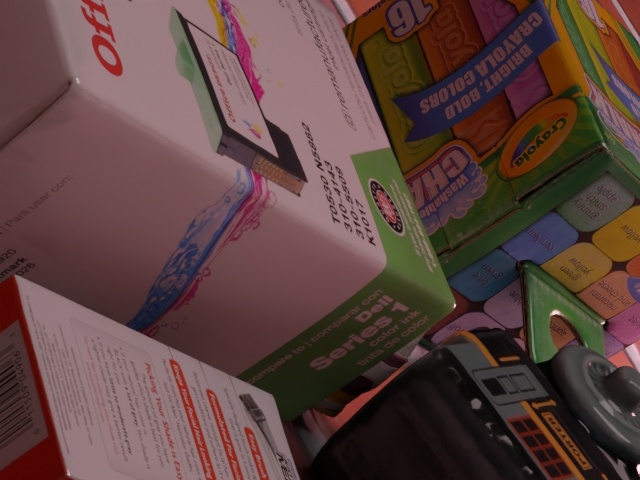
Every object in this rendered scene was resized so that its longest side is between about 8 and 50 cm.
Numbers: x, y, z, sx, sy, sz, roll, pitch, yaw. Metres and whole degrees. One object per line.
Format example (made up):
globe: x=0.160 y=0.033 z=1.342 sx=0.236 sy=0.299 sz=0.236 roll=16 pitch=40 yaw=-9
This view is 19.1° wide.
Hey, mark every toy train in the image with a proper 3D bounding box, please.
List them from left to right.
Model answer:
toy train: x=0.137 y=0.184 z=0.941 sx=0.334 sy=0.142 sz=0.190 roll=55 pitch=25 yaw=18

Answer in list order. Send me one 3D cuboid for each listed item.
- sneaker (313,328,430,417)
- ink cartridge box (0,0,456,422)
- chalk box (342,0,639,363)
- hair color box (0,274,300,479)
sneaker: x=0.000 y=0.000 z=0.995 sx=0.069 sy=0.084 sz=0.185 roll=28 pitch=30 yaw=-51
ink cartridge box: x=-0.083 y=-0.060 z=0.854 sx=0.278 sy=0.117 sz=0.201 roll=30 pitch=32 yaw=-50
chalk box: x=0.132 y=-0.026 z=1.206 sx=0.180 sy=0.179 sz=0.289 roll=35 pitch=28 yaw=-43
hair color box: x=-0.072 y=0.087 z=0.747 sx=0.167 sy=0.053 sz=0.093 roll=30 pitch=31 yaw=-48
